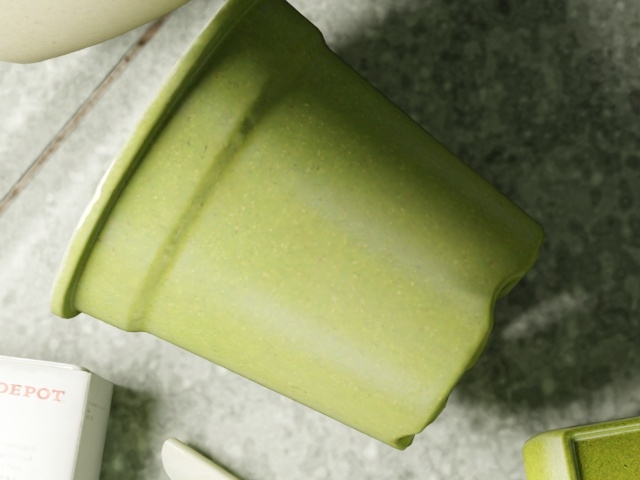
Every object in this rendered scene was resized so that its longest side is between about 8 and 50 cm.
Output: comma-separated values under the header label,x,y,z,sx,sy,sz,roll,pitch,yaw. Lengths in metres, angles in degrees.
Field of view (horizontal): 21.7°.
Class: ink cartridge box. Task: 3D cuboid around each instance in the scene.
label,x,y,z,sx,sy,sz,roll,pitch,yaw
ink cartridge box,-0.235,0.181,1.194,0.140,0.082,0.190,7,78,10

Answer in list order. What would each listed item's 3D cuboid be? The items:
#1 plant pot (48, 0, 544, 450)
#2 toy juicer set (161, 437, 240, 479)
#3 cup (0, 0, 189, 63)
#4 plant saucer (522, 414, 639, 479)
label,x,y,z,sx,sy,sz,roll,pitch,yaw
plant pot,0.000,0.000,1.122,0.254,0.276,0.276,32,85,3
toy juicer set,-0.052,0.312,1.135,0.209,0.089,0.329,10,80,11
cup,-0.195,-0.265,1.189,0.331,0.331,0.237,50,116,15
plant saucer,0.234,0.179,1.094,0.188,0.045,0.188,-10,46,6
